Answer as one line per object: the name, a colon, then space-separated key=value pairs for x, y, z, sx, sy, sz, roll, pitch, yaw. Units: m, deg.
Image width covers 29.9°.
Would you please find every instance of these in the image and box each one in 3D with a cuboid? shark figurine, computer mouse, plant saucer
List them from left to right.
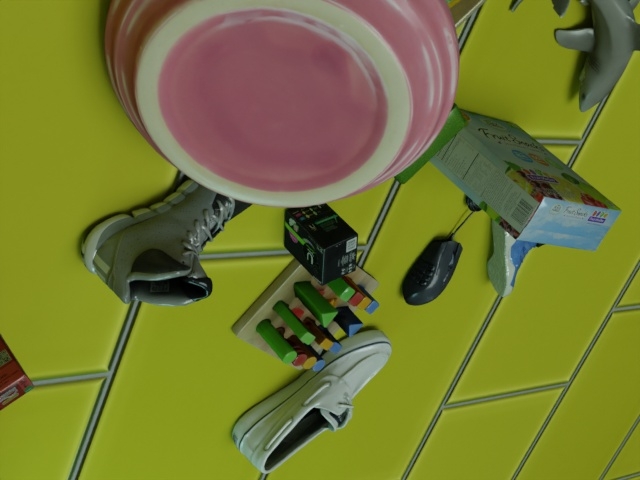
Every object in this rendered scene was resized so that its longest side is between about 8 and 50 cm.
plant saucer: x=-0.040 y=-0.147 z=1.102 sx=0.332 sy=0.084 sz=0.332 roll=4 pitch=134 yaw=4
computer mouse: x=0.195 y=-0.004 z=1.640 sx=0.071 sy=0.041 sz=0.242 roll=18 pitch=111 yaw=-49
shark figurine: x=0.362 y=-0.268 z=1.486 sx=0.166 sy=0.116 sz=0.278 roll=-47 pitch=145 yaw=2

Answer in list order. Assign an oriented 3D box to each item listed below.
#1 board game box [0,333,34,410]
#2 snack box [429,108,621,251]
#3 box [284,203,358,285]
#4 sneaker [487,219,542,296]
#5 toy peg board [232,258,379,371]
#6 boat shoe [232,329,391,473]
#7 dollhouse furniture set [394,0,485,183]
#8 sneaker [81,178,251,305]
board game box: x=-0.427 y=0.172 z=1.150 sx=0.281 sy=0.145 sz=0.027 roll=-35 pitch=139 yaw=-12
snack box: x=0.239 y=-0.078 z=1.472 sx=0.174 sy=0.207 sz=0.070 roll=6 pitch=120 yaw=-47
box: x=0.000 y=0.000 z=1.428 sx=0.052 sy=0.083 sz=0.062 roll=-24 pitch=138 yaw=-27
sneaker: x=0.290 y=0.013 z=1.727 sx=0.085 sy=0.058 sz=0.152 roll=-19 pitch=130 yaw=-17
toy peg board: x=0.001 y=0.103 z=1.532 sx=0.161 sy=0.079 sz=0.161 roll=-47 pitch=143 yaw=5
boat shoe: x=0.005 y=0.226 z=1.646 sx=0.258 sy=0.084 sz=0.095 roll=-38 pitch=142 yaw=-8
dollhouse furniture set: x=0.114 y=-0.246 z=1.244 sx=0.301 sy=0.151 sz=0.197 roll=-44 pitch=143 yaw=0
sneaker: x=-0.127 y=0.004 z=1.275 sx=0.229 sy=0.132 sz=0.086 roll=-30 pitch=141 yaw=-17
